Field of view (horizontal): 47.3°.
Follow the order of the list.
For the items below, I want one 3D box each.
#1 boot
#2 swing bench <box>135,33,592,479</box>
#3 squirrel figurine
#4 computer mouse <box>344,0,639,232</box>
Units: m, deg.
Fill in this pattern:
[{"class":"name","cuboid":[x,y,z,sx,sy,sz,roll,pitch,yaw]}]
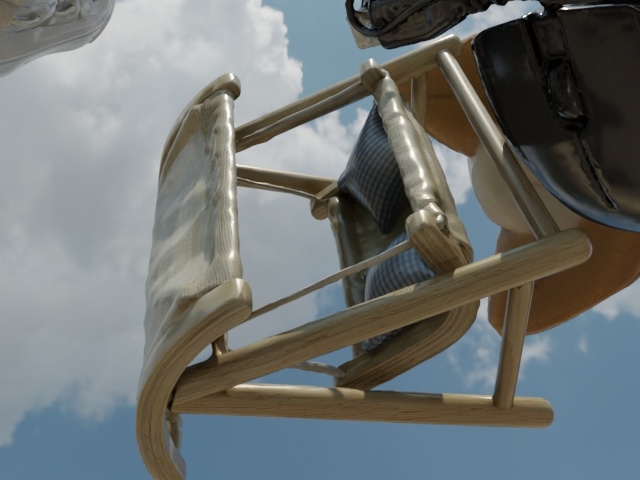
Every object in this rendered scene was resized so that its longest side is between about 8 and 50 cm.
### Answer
[{"class":"boot","cuboid":[-0.215,-0.225,0.612,0.095,0.258,0.123,43,-61,-17]},{"class":"swing bench","cuboid":[0.000,0.000,0.494,0.255,0.253,0.165,-8,-51,-3]},{"class":"squirrel figurine","cuboid":[0.327,-0.138,0.738,0.397,0.370,0.281,-32,-94,40]},{"class":"computer mouse","cuboid":[0.150,-0.068,0.412,0.272,0.189,0.072,32,-109,-35]}]
